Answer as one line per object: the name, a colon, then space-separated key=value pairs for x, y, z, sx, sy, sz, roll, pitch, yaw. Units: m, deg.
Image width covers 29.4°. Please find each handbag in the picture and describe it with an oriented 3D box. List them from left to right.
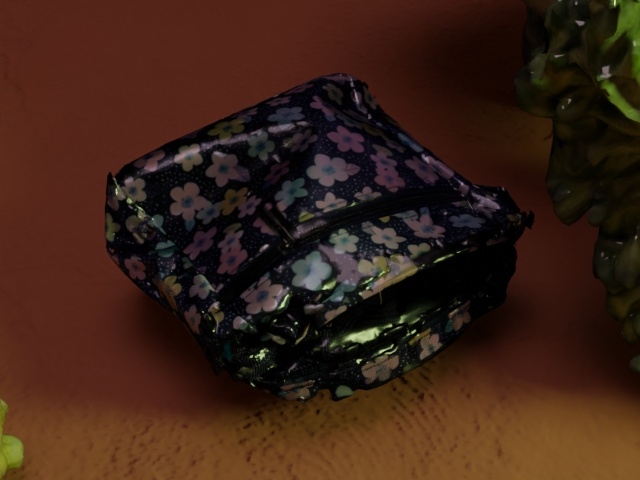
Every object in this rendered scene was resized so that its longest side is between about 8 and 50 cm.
handbag: x=0.000 y=0.000 z=0.758 sx=0.229 sy=0.126 sz=0.208 roll=-25 pitch=49 yaw=-23

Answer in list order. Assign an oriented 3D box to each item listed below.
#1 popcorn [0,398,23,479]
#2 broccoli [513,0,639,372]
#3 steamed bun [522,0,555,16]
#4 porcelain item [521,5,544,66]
popcorn: x=-0.221 y=0.124 z=0.669 sx=0.097 sy=0.089 sz=0.109 roll=-19 pitch=12 yaw=45
broccoli: x=0.283 y=-0.071 z=0.650 sx=0.334 sy=0.324 sz=0.272 roll=-21 pitch=49 yaw=-1
steamed bun: x=0.274 y=-0.340 z=0.839 sx=0.456 sy=0.289 sz=0.371 roll=-11 pitch=40 yaw=-14
porcelain item: x=0.233 y=-0.176 z=0.955 sx=0.147 sy=0.114 sz=0.147 roll=0 pitch=40 yaw=0
